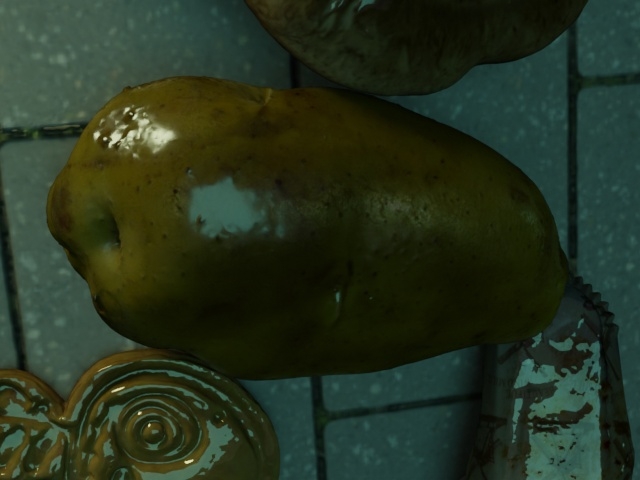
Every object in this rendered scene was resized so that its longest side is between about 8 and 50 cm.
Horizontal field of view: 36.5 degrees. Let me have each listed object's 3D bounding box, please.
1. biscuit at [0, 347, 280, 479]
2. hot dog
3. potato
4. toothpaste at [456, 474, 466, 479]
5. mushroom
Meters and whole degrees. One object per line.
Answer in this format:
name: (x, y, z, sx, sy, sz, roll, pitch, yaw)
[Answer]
biscuit: (-0.174, 0.179, 0.736, 0.289, 0.044, 0.202, 4, 101, -15)
hot dog: (0.178, 0.143, 0.763, 0.131, 0.069, 0.252, 2, 84, 4)
potato: (0.000, 0.000, 0.668, 0.369, 0.176, 0.195, 6, 79, -13)
toothpaste: (0.131, 0.224, 0.810, 0.196, 0.040, 0.047, -29, 108, -5)
mushroom: (0.062, -0.220, 0.641, 0.278, 0.146, 0.278, 3, 82, -23)
